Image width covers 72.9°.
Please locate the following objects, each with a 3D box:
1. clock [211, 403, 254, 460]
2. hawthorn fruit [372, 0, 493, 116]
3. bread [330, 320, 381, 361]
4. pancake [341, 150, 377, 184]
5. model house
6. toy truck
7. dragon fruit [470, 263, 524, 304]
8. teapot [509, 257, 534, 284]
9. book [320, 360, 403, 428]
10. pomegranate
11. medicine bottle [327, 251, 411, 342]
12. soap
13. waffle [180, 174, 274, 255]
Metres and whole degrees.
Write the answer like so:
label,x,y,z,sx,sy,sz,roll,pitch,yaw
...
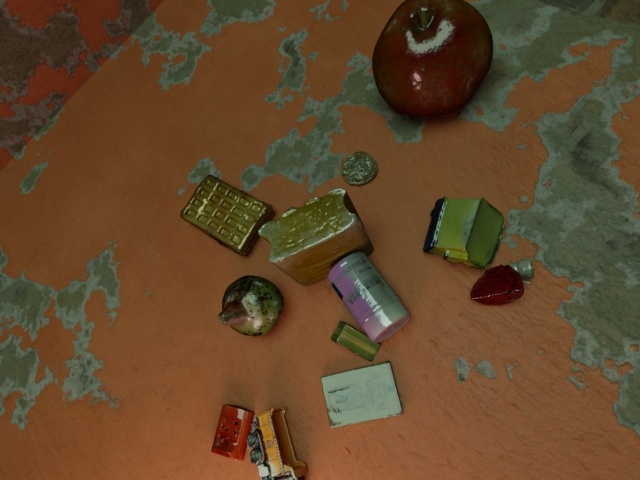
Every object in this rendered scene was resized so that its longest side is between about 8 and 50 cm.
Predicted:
label,x,y,z,sx,sy,sz,roll,pitch,yaw
clock,-0.290,0.619,1.408,0.113,0.061,0.154,6,72,21
hawthorn fruit,0.355,-0.622,1.437,0.403,0.403,0.402,-6,71,16
bread,0.114,0.324,1.399,0.139,0.084,0.074,29,82,-7
pancake,0.140,-0.263,1.582,0.140,0.022,0.139,-5,71,16
model house,0.429,-0.024,1.366,0.212,0.170,0.193,10,81,50
toy truck,-0.130,0.658,1.316,0.135,0.114,0.270,-26,64,14
dragon fruit,0.536,0.132,1.286,0.162,0.083,0.106,-27,39,44
teapot,0.598,0.093,1.289,0.064,0.064,0.083,-6,57,25
book,0.123,0.477,1.337,0.231,0.026,0.161,-17,68,12
pomegranate,-0.246,0.226,1.427,0.214,0.248,0.214,8,105,29
medicine bottle,0.151,0.176,1.360,0.152,0.152,0.254,-38,64,3
soap,0.000,0.000,1.378,0.294,0.335,0.156,-23,67,6
waffle,-0.356,-0.099,1.654,0.328,0.098,0.224,28,84,22
